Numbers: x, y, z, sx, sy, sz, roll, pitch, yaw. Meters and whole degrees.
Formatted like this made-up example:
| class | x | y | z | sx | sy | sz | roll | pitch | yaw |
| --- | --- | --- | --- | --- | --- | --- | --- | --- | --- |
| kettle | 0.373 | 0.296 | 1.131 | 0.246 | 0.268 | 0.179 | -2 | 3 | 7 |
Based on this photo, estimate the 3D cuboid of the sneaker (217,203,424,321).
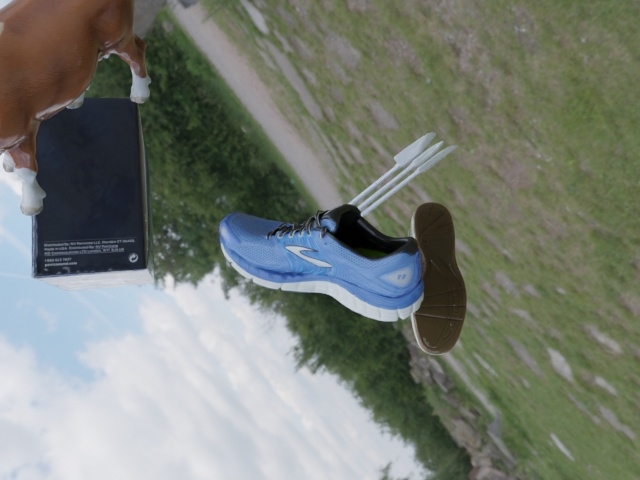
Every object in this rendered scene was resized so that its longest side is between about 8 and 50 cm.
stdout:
| class | x | y | z | sx | sy | sz | roll | pitch | yaw |
| --- | --- | --- | --- | --- | --- | --- | --- | --- | --- |
| sneaker | 0.000 | 0.000 | 0.902 | 0.329 | 0.130 | 0.147 | 14 | 123 | 16 |

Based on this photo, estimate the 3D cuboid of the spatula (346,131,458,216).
| class | x | y | z | sx | sy | sz | roll | pitch | yaw |
| --- | --- | --- | --- | --- | --- | --- | --- | --- | --- |
| spatula | 0.140 | -0.119 | 1.153 | 0.019 | 0.242 | 0.168 | 59 | -156 | 12 |

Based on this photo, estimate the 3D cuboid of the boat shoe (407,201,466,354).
| class | x | y | z | sx | sy | sz | roll | pitch | yaw |
| --- | --- | --- | --- | --- | --- | --- | --- | --- | --- |
| boat shoe | 0.222 | 0.079 | 1.211 | 0.098 | 0.109 | 0.302 | 106 | 163 | -73 |

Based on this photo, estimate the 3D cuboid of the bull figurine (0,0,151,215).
| class | x | y | z | sx | sy | sz | roll | pitch | yaw |
| --- | --- | --- | --- | --- | --- | --- | --- | --- | --- |
| bull figurine | -0.280 | -0.144 | 0.567 | 0.101 | 0.310 | 0.188 | 30 | 152 | 14 |

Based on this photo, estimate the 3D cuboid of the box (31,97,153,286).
| class | x | y | z | sx | sy | sz | roll | pitch | yaw |
| --- | --- | --- | --- | --- | --- | --- | --- | --- | --- |
| box | -0.400 | -0.070 | 1.092 | 0.296 | 0.182 | 0.294 | 149 | 116 | -74 |
